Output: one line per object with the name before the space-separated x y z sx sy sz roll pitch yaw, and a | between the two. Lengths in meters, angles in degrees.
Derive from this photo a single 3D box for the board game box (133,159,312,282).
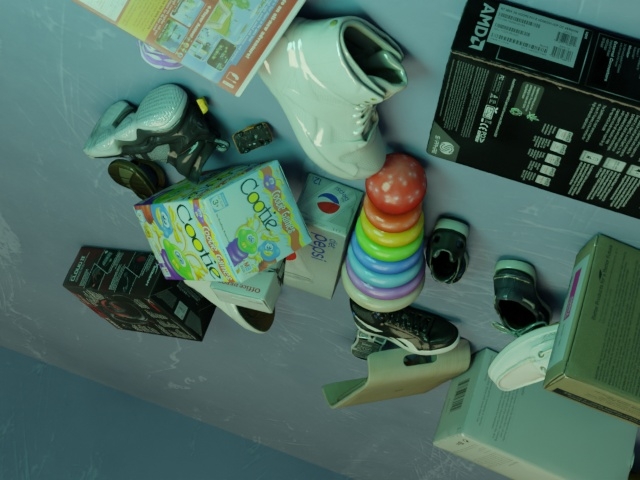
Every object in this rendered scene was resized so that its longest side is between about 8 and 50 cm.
board game box | -0.163 -0.027 1.653 0.275 0.142 0.144 -2 114 58

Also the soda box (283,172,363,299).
soda box | 0.000 0.000 1.755 0.098 0.091 0.286 20 156 4

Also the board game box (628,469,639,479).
board game box | 0.617 0.573 2.300 0.242 0.064 0.316 11 -170 20

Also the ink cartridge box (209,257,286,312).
ink cartridge box | -0.118 0.046 1.875 0.109 0.150 0.063 12 155 20

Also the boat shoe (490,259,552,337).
boat shoe | 0.339 0.121 1.752 0.095 0.079 0.254 8 155 19

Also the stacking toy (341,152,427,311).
stacking toy | 0.107 -0.024 1.599 0.141 0.141 0.330 17 149 9

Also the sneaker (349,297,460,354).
sneaker | 0.152 0.150 1.967 0.217 0.079 0.121 11 154 23

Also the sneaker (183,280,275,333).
sneaker | -0.201 0.078 2.089 0.123 0.106 0.290 2 140 44

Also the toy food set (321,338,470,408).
toy food set | 0.150 0.268 2.149 0.219 0.092 0.306 -6 162 -20

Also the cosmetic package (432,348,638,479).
cosmetic package | 0.439 0.387 2.097 0.365 0.197 0.155 26 155 -9

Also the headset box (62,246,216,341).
headset box | -0.413 0.118 2.320 0.293 0.110 0.218 4 151 33

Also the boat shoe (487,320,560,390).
boat shoe | 0.397 0.192 1.697 0.277 0.096 0.098 -35 138 30

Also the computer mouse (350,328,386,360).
computer mouse | 0.105 0.195 2.155 0.106 0.042 0.193 16 151 -1

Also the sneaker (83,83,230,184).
sneaker | -0.258 -0.148 1.632 0.153 0.101 0.268 39 148 -30

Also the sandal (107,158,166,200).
sandal | -0.303 -0.109 1.823 0.090 0.060 0.219 18 171 20

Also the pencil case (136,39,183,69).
pencil case | -0.205 -0.297 1.294 0.088 0.086 0.206 10 155 6

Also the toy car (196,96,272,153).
toy car | -0.126 -0.185 1.557 0.122 0.060 0.040 48 -167 -17

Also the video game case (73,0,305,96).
video game case | -0.162 -0.311 1.169 0.285 0.025 0.204 29 120 -17

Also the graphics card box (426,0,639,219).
graphics card box | 0.319 -0.135 1.203 0.371 0.094 0.233 17 156 7

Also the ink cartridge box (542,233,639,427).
ink cartridge box | 0.447 0.136 1.501 0.193 0.235 0.088 22 156 -1

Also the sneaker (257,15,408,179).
sneaker | 0.048 -0.173 1.329 0.169 0.108 0.292 5 151 38

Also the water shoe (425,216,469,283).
water shoe | 0.198 0.036 1.683 0.073 0.080 0.203 15 156 14
